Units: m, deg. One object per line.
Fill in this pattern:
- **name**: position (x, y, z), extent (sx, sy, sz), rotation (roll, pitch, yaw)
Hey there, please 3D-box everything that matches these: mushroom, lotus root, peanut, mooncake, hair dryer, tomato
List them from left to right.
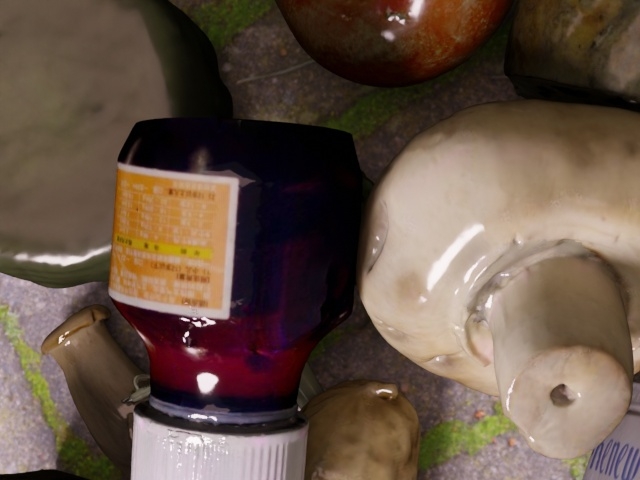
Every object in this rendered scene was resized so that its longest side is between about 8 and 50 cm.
- **mooncake**: position (-0.274, -0.125, 1.800), extent (0.356, 0.194, 0.356), rotation (0, 88, 6)
- **mushroom**: position (-0.205, 0.181, 1.813), extent (0.247, 0.096, 0.108), rotation (47, 119, 13)
- **hair dryer**: position (-0.089, 0.149, 1.790), extent (0.167, 0.067, 0.199), rotation (42, 70, -3)
- **peanut**: position (0.013, 0.284, 1.739), extent (0.143, 0.159, 0.291), rotation (7, 86, 48)
- **tomato**: position (0.083, -0.293, 1.739), extent (0.270, 0.222, 0.270), rotation (4, 97, 31)
- **mushroom**: position (0.221, 0.012, 1.618), extent (0.353, 0.353, 0.325), rotation (33, 91, 10)
- **lotus root**: position (0.337, -0.281, 1.698), extent (0.250, 0.250, 0.346), rotation (25, 87, 10)

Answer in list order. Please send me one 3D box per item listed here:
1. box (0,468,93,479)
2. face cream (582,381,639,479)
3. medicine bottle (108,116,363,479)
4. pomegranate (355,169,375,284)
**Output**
- **box**: position (-0.252, 0.325, 1.717), extent (0.184, 0.273, 0.143), rotation (14, 87, 11)
- **face cream**: position (0.277, 0.344, 1.646), extent (0.137, 0.235, 0.420), rotation (17, 86, -6)
- **medicine bottle**: position (-0.090, 0.084, 1.601), extent (0.242, 0.242, 0.395), rotation (6, 91, 10)
- **pomegranate**: position (0.009, -0.004, 1.782), extent (0.143, 0.122, 0.169), rotation (23, 113, 35)
